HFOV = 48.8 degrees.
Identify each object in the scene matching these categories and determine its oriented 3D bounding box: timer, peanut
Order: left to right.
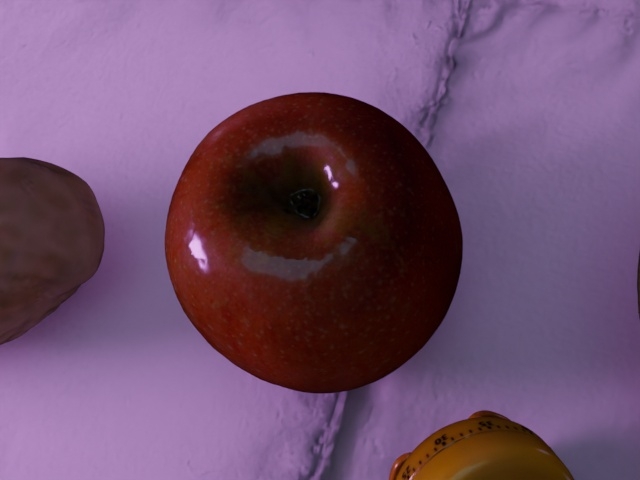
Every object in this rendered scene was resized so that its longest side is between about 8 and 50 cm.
[{"bbox_3d":[-0.302,0.015,0.490,0.313,0.149,0.149,-4,71,7],"label":"peanut"},{"bbox_3d":[0.095,0.157,0.392,0.107,0.109,0.107,-4,109,-12],"label":"timer"}]

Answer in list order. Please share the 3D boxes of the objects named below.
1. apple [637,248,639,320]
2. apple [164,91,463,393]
[{"bbox_3d":[0.304,0.016,0.315,0.292,0.292,0.254,35,76,18],"label":"apple"},{"bbox_3d":[0.000,0.000,0.431,0.181,0.168,0.181,-2,66,5],"label":"apple"}]
